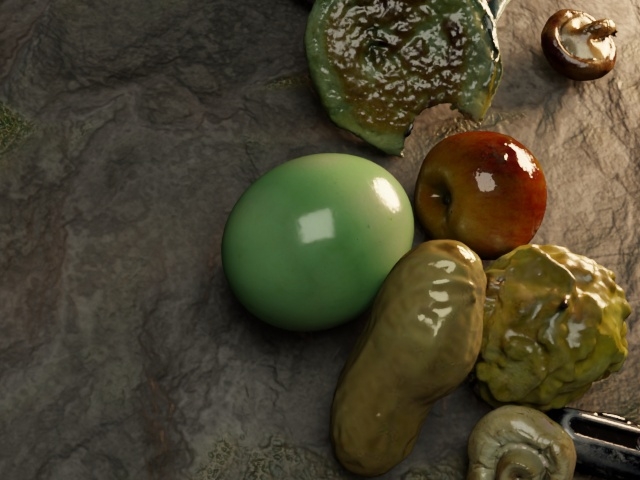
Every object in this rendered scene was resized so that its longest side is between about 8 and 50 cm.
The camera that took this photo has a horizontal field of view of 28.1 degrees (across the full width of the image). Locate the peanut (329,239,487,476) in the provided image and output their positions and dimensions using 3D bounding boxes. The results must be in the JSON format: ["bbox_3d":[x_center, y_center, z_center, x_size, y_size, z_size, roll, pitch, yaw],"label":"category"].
[{"bbox_3d":[0.108,0.149,1.568,0.147,0.147,0.319,26,98,2],"label":"peanut"}]

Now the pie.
[{"bbox_3d":[0.118,-0.273,1.826,0.302,0.067,0.302,-1,97,-5],"label":"pie"}]

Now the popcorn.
[{"bbox_3d":[0.280,0.101,1.666,0.266,0.192,0.233,8,60,-9],"label":"popcorn"}]

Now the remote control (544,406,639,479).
[{"bbox_3d":[0.414,0.275,1.675,0.266,0.066,0.090,14,65,-5],"label":"remote control"}]

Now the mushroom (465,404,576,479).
[{"bbox_3d":[0.250,0.279,1.603,0.148,0.148,0.112,27,21,3],"label":"mushroom"}]

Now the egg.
[{"bbox_3d":[0.000,0.000,1.641,0.270,0.220,0.220,-24,70,-31],"label":"egg"}]

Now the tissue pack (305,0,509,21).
[{"bbox_3d":[0.128,-0.401,1.958,0.316,0.103,0.228,30,59,3],"label":"tissue pack"}]

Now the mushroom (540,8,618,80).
[{"bbox_3d":[0.398,-0.303,1.976,0.127,0.087,0.127,7,57,-11],"label":"mushroom"}]

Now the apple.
[{"bbox_3d":[0.230,-0.069,1.781,0.173,0.160,0.195,1,57,-37],"label":"apple"}]
